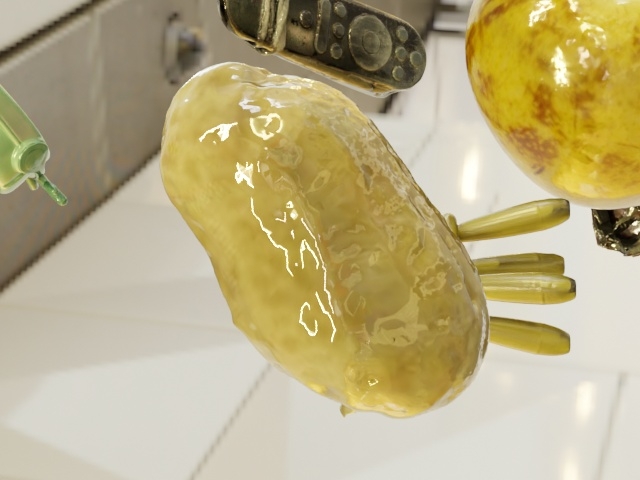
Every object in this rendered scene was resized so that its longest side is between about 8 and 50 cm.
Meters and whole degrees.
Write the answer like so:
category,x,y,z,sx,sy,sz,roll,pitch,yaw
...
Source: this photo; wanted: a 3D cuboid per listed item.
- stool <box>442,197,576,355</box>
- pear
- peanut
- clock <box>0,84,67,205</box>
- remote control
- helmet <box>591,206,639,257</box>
category,x,y,z,sx,sy,sz,roll,pitch,yaw
stool,0.155,0.031,1.393,0.135,0.110,0.134,-61,-28,-81
pear,0.265,-0.163,1.532,0.281,0.281,0.280,5,-90,-75
peanut,0.000,0.000,0.904,0.224,0.129,0.129,57,-167,8
clock,-0.332,-0.110,1.632,0.066,0.159,0.211,-46,-59,-13
remote control,-0.007,-0.209,1.684,0.266,0.066,0.090,16,-111,-38
helmet,0.353,-0.035,1.847,0.123,0.070,0.098,11,114,63
